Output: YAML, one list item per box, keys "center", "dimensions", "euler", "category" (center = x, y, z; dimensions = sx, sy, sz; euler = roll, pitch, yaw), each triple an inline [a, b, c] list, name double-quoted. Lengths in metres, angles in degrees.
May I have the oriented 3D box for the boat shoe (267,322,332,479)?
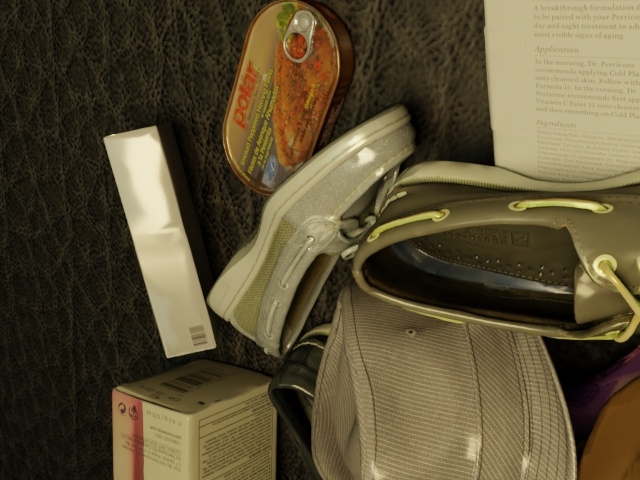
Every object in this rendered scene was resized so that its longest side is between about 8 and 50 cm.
- center: [0.053, 0.254, 0.683]
  dimensions: [0.127, 0.113, 0.340]
  euler: [-22, 94, 38]
  category: "boat shoe"

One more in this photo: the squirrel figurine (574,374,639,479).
- center: [0.325, 0.266, 0.408]
  dimensions: [0.370, 0.281, 0.397]
  euler: [10, 153, -2]
  category: "squirrel figurine"

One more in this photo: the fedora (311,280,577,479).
- center: [0.065, 0.128, 0.529]
  dimensions: [0.124, 0.275, 0.244]
  euler: [7, 130, -14]
  category: "fedora"

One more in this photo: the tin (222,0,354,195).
- center: [-0.033, -0.132, 0.644]
  dimensions: [0.106, 0.040, 0.190]
  euler: [32, 123, 16]
  category: "tin"

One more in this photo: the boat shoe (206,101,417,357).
- center: [-0.002, 0.002, 0.629]
  dimensions: [0.103, 0.118, 0.320]
  euler: [45, 131, 5]
  category: "boat shoe"

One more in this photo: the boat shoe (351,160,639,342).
- center: [0.161, 0.015, 0.404]
  dimensions: [0.305, 0.091, 0.109]
  euler: [7, 131, 35]
  category: "boat shoe"

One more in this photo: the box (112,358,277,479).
- center: [-0.141, 0.271, 0.776]
  dimensions: [0.126, 0.148, 0.232]
  euler: [7, 99, 34]
  category: "box"

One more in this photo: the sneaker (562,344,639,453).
- center: [0.266, 0.089, 0.492]
  dimensions: [0.236, 0.095, 0.105]
  euler: [-21, 88, 34]
  category: "sneaker"

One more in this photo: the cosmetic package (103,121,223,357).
- center: [-0.165, -0.004, 0.738]
  dimensions: [0.060, 0.099, 0.239]
  euler: [-12, 102, 1]
  category: "cosmetic package"

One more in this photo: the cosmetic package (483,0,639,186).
- center: [0.280, -0.094, 0.352]
  dimensions: [0.377, 0.097, 0.284]
  euler: [11, 135, 31]
  category: "cosmetic package"
